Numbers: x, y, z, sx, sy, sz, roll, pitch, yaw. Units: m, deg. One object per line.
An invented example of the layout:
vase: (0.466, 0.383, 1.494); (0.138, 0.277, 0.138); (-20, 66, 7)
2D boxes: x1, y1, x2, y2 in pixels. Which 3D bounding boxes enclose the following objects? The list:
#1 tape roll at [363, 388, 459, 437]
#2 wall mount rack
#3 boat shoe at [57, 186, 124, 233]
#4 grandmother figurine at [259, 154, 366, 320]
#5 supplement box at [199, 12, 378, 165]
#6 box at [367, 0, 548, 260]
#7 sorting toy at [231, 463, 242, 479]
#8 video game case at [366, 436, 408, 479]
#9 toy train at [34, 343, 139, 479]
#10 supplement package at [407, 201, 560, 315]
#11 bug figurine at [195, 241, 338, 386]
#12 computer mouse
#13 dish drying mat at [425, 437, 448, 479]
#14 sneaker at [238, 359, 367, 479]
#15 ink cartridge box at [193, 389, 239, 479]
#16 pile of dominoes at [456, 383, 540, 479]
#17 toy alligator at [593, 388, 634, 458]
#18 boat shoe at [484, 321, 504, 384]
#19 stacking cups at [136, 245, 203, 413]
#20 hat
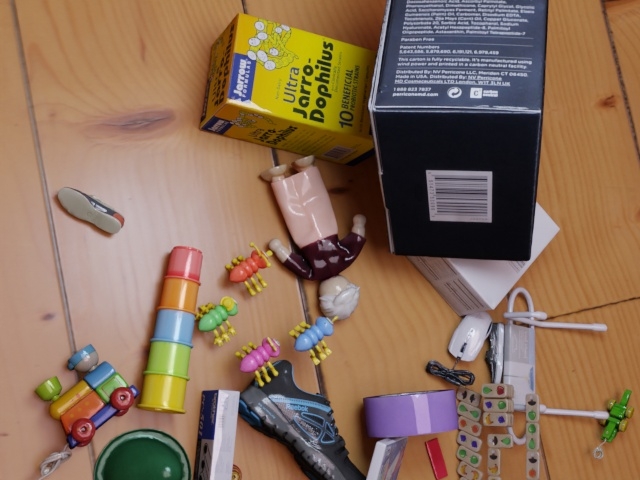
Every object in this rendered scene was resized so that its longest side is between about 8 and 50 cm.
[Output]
tape roll: (0.183, 0.349, 1.928); (0.189, 0.189, 0.080); (-1, 80, -23)
wall mount rack: (0.517, 0.282, 2.123); (0.304, 0.130, 0.350); (14, 75, -46)
boat shoe: (-0.437, -0.062, 1.819); (0.137, 0.049, 0.043); (31, 28, -13)
grandmother figurine: (0.000, 0.000, 1.970); (0.207, 0.104, 0.342); (-18, 91, 2)
supplement box: (-0.042, -0.300, 1.947); (0.356, 0.195, 0.194); (11, 76, -21)
box: (0.282, -0.281, 1.843); (0.297, 0.480, 0.472); (2, 58, 11)
sorting toy: (-0.157, 0.479, 1.839); (0.102, 0.042, 0.061); (46, 67, -10)
video game case: (0.118, 0.486, 1.872); (0.023, 0.183, 0.201); (14, 89, 20)
toy train: (-0.464, 0.309, 1.712); (0.248, 0.105, 0.143); (-39, 86, -24)
supplement package: (0.352, 0.001, 2.088); (0.204, 0.145, 0.262); (48, 67, -8)
bug figurine: (-0.112, 0.148, 1.850); (0.216, 0.072, 0.279); (-41, 75, -18)
computer mouse: (0.315, 0.223, 2.073); (0.106, 0.042, 0.193); (23, 65, 15)
dish drying mat: (0.248, 0.467, 2.034); (0.032, 0.008, 0.083); (-15, 86, -26)
sneaker: (-0.005, 0.382, 1.877); (0.341, 0.125, 0.140); (46, 65, -10)
ink cartridge box: (-0.200, 0.389, 1.806); (0.046, 0.097, 0.207); (11, 76, -24)
pile of dominoes: (0.361, 0.427, 1.990); (0.040, 0.196, 0.251); (16, 73, -50)
toy alligator: (0.678, 0.432, 2.204); (0.190, 0.056, 0.051); (-56, 144, -21)
boat shoe: (0.386, 0.252, 2.117); (0.040, 0.049, 0.142); (3, 79, 11)
stacking cups: (-0.280, 0.167, 1.813); (0.096, 0.096, 0.316); (12, 76, -21)
hat: (-0.290, 0.423, 1.707); (0.208, 0.183, 0.173); (3, 77, -19)
